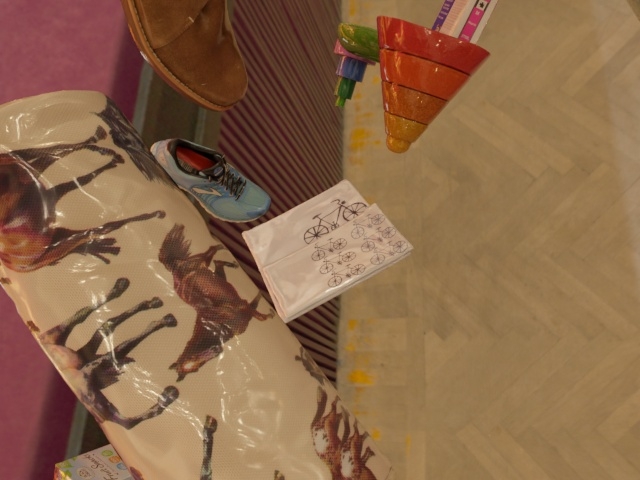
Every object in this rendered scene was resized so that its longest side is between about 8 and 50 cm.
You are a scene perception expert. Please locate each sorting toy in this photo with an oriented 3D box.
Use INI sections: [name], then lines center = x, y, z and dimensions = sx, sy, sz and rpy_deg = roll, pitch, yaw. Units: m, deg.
[sorting toy]
center = 0.071, -0.191, 0.690
dimensions = 0.126, 0.365, 0.126
rpy_deg = 13, 105, -16

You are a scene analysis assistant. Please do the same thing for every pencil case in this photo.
[pencil case]
center = -0.128, 0.082, 0.434
dimensions = 0.183, 0.160, 0.410
rpy_deg = -37, 91, -11

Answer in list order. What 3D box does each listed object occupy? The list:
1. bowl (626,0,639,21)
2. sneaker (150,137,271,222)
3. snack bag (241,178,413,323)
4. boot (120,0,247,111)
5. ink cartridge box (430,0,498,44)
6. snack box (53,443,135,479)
[bowl]
center = 0.492, -0.447, 0.721
dimensions = 0.163, 0.311, 0.312
rpy_deg = 21, 75, -19
[sneaker]
center = -0.129, -0.072, 0.682
dimensions = 0.073, 0.162, 0.064
rpy_deg = -14, 54, 58
[snack bag]
center = 0.000, 0.000, 1.295
dimensions = 0.323, 0.037, 0.343
rpy_deg = -28, 42, -3
[boot]
center = -0.123, -0.246, 0.537
dimensions = 0.115, 0.305, 0.112
rpy_deg = 3, 57, 21
[ink cartridge box]
center = 0.294, -0.469, 1.172
dimensions = 0.069, 0.176, 0.371
rpy_deg = 18, 115, -11
[snack box]
center = -0.350, 0.385, 0.929
dimensions = 0.100, 0.141, 0.037
rpy_deg = 16, 101, 34
